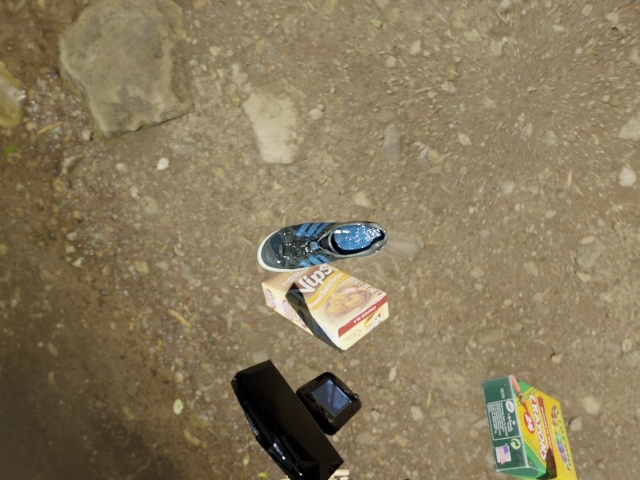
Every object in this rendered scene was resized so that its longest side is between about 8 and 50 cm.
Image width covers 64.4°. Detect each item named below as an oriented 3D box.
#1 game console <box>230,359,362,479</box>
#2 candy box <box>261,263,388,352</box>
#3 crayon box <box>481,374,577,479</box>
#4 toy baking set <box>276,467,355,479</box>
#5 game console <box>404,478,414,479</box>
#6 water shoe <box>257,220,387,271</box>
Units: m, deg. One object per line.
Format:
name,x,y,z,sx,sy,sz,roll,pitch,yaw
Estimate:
game console,-0.019,0.297,0.914,0.044,0.361,0.213,-43,75,13
candy box,0.007,0.161,1.387,0.316,0.183,0.088,25,134,43
crayon box,0.516,0.467,1.222,0.081,0.202,0.318,-27,137,35
toy baking set,0.014,0.645,1.368,0.256,0.030,0.197,-5,141,3
game console,0.312,0.699,1.427,0.122,0.107,0.071,16,106,-11
water shoe,0.000,0.000,0.771,0.203,0.080,0.073,-11,83,1
